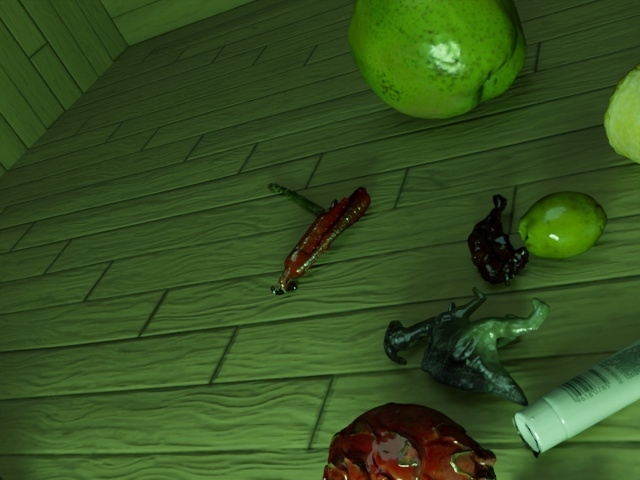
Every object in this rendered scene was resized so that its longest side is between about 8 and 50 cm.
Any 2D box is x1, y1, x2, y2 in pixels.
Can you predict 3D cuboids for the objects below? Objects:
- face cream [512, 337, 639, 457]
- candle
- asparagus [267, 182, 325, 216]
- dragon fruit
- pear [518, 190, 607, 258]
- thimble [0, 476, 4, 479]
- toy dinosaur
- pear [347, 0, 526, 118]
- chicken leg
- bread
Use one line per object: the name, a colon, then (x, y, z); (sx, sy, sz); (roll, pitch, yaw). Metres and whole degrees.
face cream: (0.354, 0.182, 0.951); (0.244, 0.058, 0.092); (-27, 25, -8)
candle: (0.000, 0.000, 1.491); (0.084, 0.059, 0.301); (-5, 38, 49)
asparagus: (-0.057, -0.096, 1.709); (0.248, 0.025, 0.024); (31, 107, 55)
dragon fruit: (0.097, 0.277, 0.908); (0.210, 0.172, 0.172); (-4, 27, -16)
pear: (0.374, -0.024, 1.187); (0.131, 0.107, 0.107); (-19, 31, -6)
thimble: (-0.616, 0.469, 1.173); (0.292, 0.195, 0.291); (-21, 30, 13)
toy dinosaur: (0.210, 0.145, 1.102); (0.162, 0.077, 0.294); (-45, 20, -17)
pear: (0.257, -0.436, 1.654); (0.391, 0.391, 0.391); (-21, 32, 14)
chicken leg: (0.288, 0.003, 1.264); (0.090, 0.048, 0.219); (-18, 32, 12)
bread: (0.560, -0.202, 1.233); (0.197, 0.197, 0.170); (-32, 44, -5)
